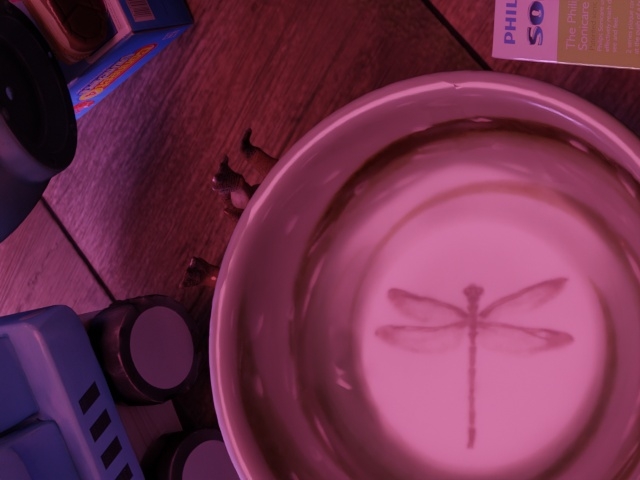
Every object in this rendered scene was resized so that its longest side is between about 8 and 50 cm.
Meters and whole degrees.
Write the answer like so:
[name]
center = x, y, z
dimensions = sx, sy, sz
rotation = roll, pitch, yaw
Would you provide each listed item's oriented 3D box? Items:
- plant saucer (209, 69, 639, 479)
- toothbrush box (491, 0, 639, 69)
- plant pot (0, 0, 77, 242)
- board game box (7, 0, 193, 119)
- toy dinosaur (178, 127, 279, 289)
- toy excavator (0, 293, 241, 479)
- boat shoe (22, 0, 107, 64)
[plant saucer]
center = 0.110, 0.077, 1.158
dimensions = 0.400, 0.100, 0.400
rotation = -4, 81, 26
[toothbrush box]
center = 0.266, -0.217, 1.042
dimensions = 0.283, 0.122, 0.206
rotation = 10, 103, 41
[plant pot]
center = -0.354, -0.115, 1.448
dimensions = 0.196, 0.293, 0.293
rotation = -19, 82, 15
[board game box]
center = -0.307, -0.280, 1.581
dimensions = 0.302, 0.086, 0.308
rotation = -31, 81, 42
[toy dinosaur]
center = 0.000, 0.000, 1.341
dimensions = 0.200, 0.127, 0.296
rotation = 24, 137, 1
[toy excavator]
center = -0.330, 0.174, 1.400
dimensions = 0.222, 0.445, 0.433
rotation = -12, 103, 43
[boat shoe]
center = -0.272, -0.254, 1.457
dimensions = 0.072, 0.068, 0.190
rotation = -31, 81, 53
